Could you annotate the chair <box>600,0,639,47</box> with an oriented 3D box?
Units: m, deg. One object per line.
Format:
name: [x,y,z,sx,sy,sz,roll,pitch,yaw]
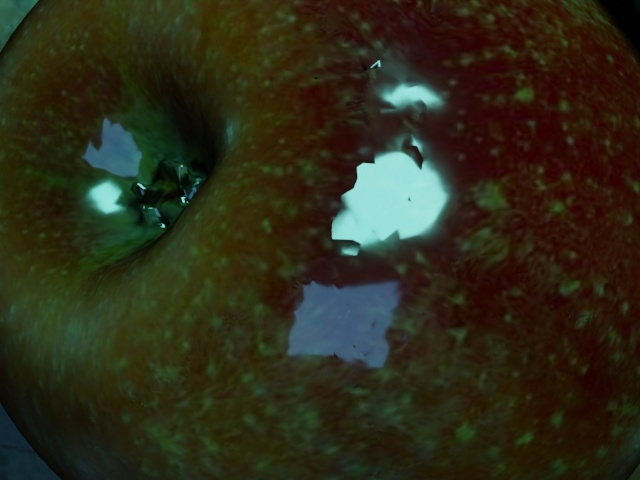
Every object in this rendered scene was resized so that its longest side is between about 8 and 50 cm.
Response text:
chair: [0.312,-0.212,0.826,0.401,0.226,0.226,-35,101,8]

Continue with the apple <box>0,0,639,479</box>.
apple: [0.000,0.000,0.818,0.277,0.348,0.348,24,106,-49]

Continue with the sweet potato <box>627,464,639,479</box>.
sweet potato: [0.178,0.115,0.969,0.097,0.097,0.291,-30,102,7]
